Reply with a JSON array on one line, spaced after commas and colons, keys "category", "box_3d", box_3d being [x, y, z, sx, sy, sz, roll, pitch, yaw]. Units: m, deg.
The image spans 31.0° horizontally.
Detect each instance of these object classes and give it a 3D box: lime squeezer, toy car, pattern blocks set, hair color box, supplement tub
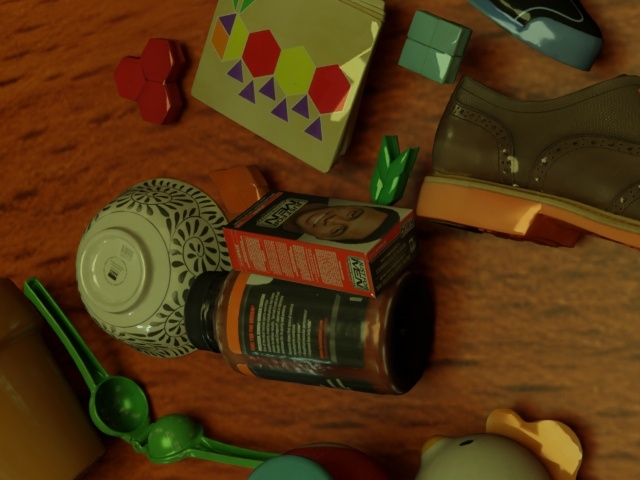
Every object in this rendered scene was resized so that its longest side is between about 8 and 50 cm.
[{"category": "lime squeezer", "box_3d": [-0.148, 0.149, 1.046, 0.310, 0.059, 0.110, 31, 117, 20]}, {"category": "toy car", "box_3d": [0.087, 0.205, 0.885, 0.238, 0.219, 0.210, -38, 71, -8]}, {"category": "pattern blocks set", "box_3d": [-0.031, -0.157, 0.979, 0.325, 0.026, 0.285, 40, 117, 27]}, {"category": "hair color box", "box_3d": [0.000, 0.000, 0.914, 0.141, 0.072, 0.043, 10, 126, 34]}, {"category": "supplement tub", "box_3d": [-0.014, 0.066, 0.956, 0.198, 0.106, 0.106, 4, 92, 27]}]

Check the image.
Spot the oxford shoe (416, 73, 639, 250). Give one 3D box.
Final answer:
[{"category": "oxford shoe", "box_3d": [0.242, -0.052, 0.813, 0.363, 0.130, 0.133, 10, 89, 27]}]

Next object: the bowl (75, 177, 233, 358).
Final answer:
[{"category": "bowl", "box_3d": [-0.165, 0.027, 1.049, 0.170, 0.080, 0.170, 1, 92, 27]}]

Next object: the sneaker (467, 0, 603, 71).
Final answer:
[{"category": "sneaker", "box_3d": [0.141, -0.228, 0.884, 0.232, 0.081, 0.090, 46, 116, 23]}]

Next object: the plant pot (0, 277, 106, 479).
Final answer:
[{"category": "plant pot", "box_3d": [-0.308, 0.171, 1.072, 0.205, 0.205, 0.188, -43, 87, 21]}]
